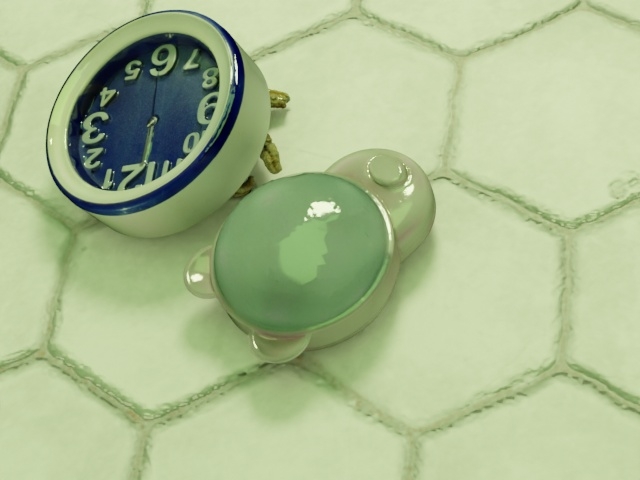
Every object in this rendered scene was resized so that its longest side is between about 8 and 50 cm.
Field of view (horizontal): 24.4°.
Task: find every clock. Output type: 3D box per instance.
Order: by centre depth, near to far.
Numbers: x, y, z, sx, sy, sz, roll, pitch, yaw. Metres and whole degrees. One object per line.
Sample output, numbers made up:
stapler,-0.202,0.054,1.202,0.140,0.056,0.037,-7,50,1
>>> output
clock,-0.164,-0.118,1.494,0.230,0.083,0.230,-13,61,23

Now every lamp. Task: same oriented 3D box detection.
lamp,0.000,-0.002,1.389,0.246,0.108,0.179,-38,59,-16

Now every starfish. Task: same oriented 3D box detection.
starfish,-0.106,-0.136,1.548,0.150,0.053,0.209,-12,51,-1
